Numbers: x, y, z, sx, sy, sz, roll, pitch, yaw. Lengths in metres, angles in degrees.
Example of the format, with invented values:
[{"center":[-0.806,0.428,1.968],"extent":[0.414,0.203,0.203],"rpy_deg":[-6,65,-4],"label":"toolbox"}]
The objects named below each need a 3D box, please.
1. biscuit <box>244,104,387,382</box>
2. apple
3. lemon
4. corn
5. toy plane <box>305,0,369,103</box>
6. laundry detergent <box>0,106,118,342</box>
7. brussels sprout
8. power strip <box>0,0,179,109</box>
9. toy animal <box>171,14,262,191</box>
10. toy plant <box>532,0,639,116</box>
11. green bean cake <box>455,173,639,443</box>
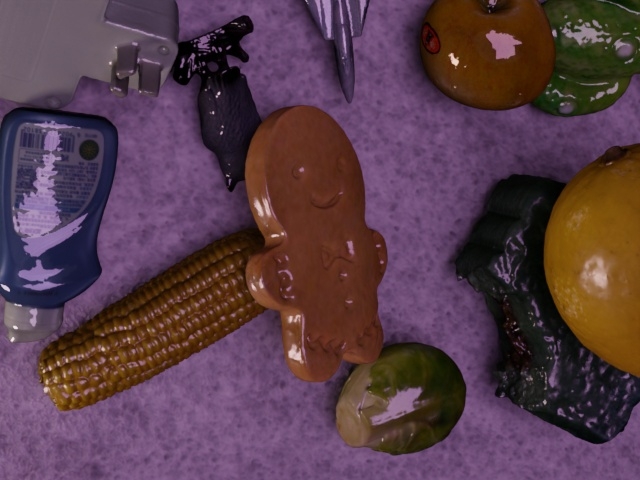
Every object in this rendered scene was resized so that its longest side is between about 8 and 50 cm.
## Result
[{"center":[0.002,0.000,1.473],"extent":[0.275,0.052,0.355],"rpy_deg":[-7,90,-53],"label":"biscuit"},{"center":[0.222,-0.264,1.511],"extent":[0.182,0.182,0.155],"rpy_deg":[-17,137,-16],"label":"apple"},{"center":[0.420,0.025,1.403],"extent":[0.297,0.297,0.297],"rpy_deg":[-3,99,-19],"label":"lemon"},{"center":[-0.194,0.101,1.455],"extent":[0.363,0.120,0.120],"rpy_deg":[-31,107,-9],"label":"corn"},{"center":[0.023,-0.315,1.486],"extent":[0.212,0.088,0.267],"rpy_deg":[-8,114,-1],"label":"toy plane"},{"center":[-0.337,-0.016,1.405],"extent":[0.143,0.094,0.290],"rpy_deg":[6,99,-25],"label":"laundry detergent"},{"center":[0.112,0.219,1.566],"extent":[0.180,0.144,0.161],"rpy_deg":[-6,144,-37],"label":"brussels sprout"},{"center":[-0.296,-0.240,1.305],"extent":[0.261,0.141,0.229],"rpy_deg":[14,136,-20],"label":"power strip"},{"center":[-0.107,-0.168,1.446],"extent":[0.121,0.117,0.210],"rpy_deg":[-27,104,-20],"label":"toy animal"},{"center":[0.445,-0.286,1.600],"extent":[0.316,0.184,0.224],"rpy_deg":[-4,118,-8],"label":"toy plant"},{"center":[0.331,0.094,1.610],"extent":[0.308,0.169,0.300],"rpy_deg":[29,86,-20],"label":"green bean cake"}]
